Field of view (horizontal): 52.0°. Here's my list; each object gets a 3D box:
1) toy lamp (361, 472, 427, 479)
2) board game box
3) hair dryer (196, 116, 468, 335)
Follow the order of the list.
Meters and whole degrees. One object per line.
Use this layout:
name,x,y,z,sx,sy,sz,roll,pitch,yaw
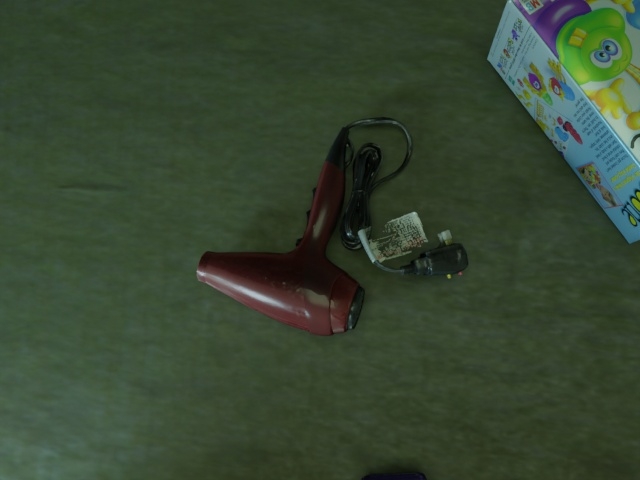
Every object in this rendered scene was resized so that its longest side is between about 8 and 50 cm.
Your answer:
toy lamp,-0.012,0.312,0.693,0.275,0.080,0.080,-20,80,2
board game box,0.325,-0.156,0.696,0.142,0.144,0.275,-33,80,0
hair dryer,0.000,0.000,0.758,0.294,0.080,0.223,-22,64,-3
